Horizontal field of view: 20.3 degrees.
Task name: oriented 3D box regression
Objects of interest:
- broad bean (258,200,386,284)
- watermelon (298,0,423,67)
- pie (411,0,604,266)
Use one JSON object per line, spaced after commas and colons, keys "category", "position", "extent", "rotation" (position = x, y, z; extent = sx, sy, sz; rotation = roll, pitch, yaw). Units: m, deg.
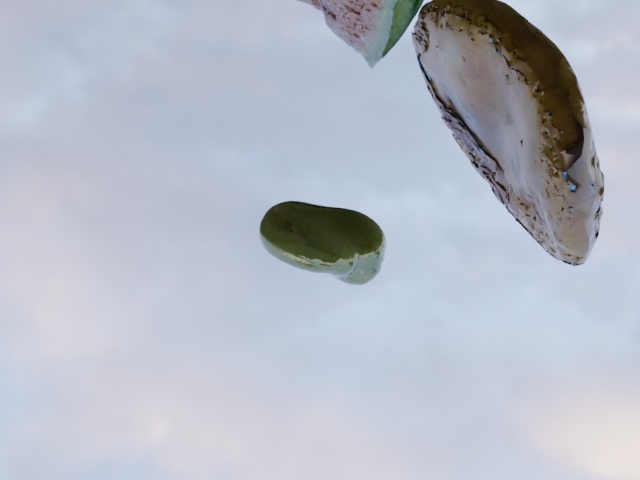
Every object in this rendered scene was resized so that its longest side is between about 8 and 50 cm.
{"category": "broad bean", "position": [0.000, 0.000, 1.106], "extent": [0.083, 0.045, 0.063], "rotation": [14, -152, -24]}
{"category": "watermelon", "position": [0.021, -0.207, 1.440], "extent": [0.158, 0.098, 0.121], "rotation": [11, -141, -14]}
{"category": "pie", "position": [0.172, -0.102, 1.600], "extent": [0.069, 0.273, 0.273], "rotation": [-27, -144, -14]}
